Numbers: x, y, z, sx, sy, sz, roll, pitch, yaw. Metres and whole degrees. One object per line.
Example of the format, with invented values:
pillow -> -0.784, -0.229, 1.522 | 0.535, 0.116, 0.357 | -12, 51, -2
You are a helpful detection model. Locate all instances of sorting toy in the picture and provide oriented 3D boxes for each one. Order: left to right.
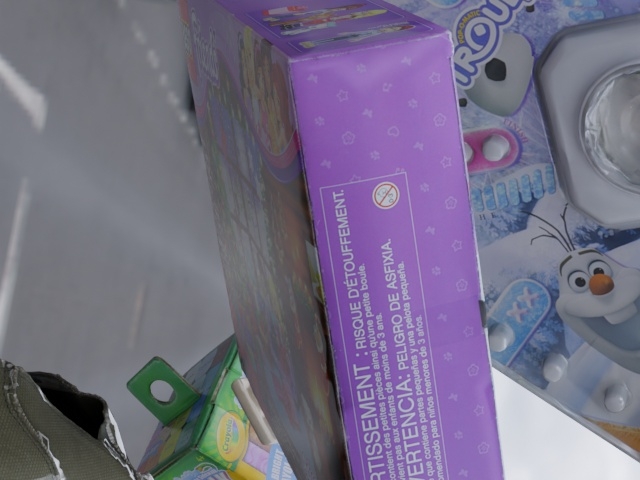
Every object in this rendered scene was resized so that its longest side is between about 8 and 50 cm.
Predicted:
sorting toy -> -0.039, 0.114, 1.299 | 0.012, 0.062, 0.083 | -43, -113, 34

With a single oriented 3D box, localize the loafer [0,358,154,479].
loafer -> -0.108, 0.103, 0.745 | 0.251, 0.094, 0.087 | 57, 39, -71

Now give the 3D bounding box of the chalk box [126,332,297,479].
chalk box -> -0.070, 0.176, 1.466 | 0.132, 0.213, 0.132 | -41, -159, 49

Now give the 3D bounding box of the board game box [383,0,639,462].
board game box -> 0.186, -0.062, 0.963 | 0.390, 0.390, 0.050 | -58, 178, 30

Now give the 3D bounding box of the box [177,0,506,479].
box -> 0.000, 0.000, 0.686 | 0.293, 0.057, 0.201 | -131, -149, -72
